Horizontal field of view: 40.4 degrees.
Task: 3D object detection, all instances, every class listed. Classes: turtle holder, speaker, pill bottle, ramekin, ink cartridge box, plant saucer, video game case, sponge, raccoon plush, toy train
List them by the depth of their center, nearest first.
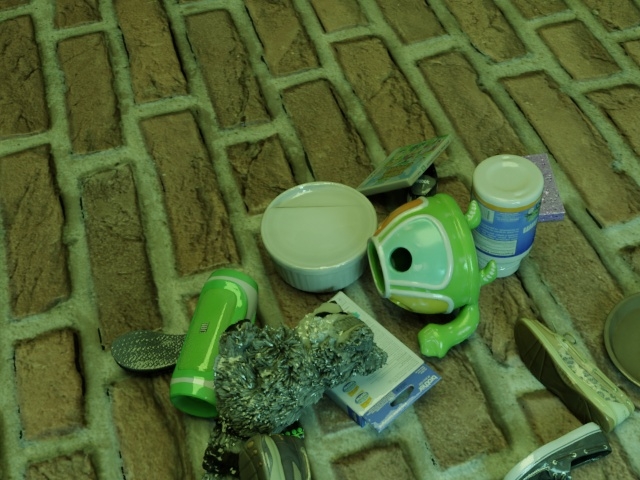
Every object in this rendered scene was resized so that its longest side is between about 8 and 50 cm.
[{"bbox_3d":[-0.038,0.329,1.684,0.299,0.216,0.446,2,79,18],"label":"raccoon plush"},{"bbox_3d":[-0.071,0.399,1.747,0.083,0.017,0.023,-17,60,-10],"label":"toy train"},{"bbox_3d":[-0.218,0.211,1.813,0.131,0.131,0.296,8,56,11],"label":"speaker"},{"bbox_3d":[0.733,0.222,1.824,0.278,0.041,0.278,-2,49,2],"label":"plant saucer"},{"bbox_3d":[0.081,0.259,1.827,0.186,0.065,0.311,-36,53,-22],"label":"ink cartridge box"},{"bbox_3d":[0.232,0.066,1.890,0.227,0.320,0.243,-13,19,-11],"label":"turtle holder"},{"bbox_3d":[0.403,-0.045,1.926,0.152,0.272,0.152,-3,49,3],"label":"pill bottle"},{"bbox_3d":[0.000,0.000,2.015,0.273,0.127,0.273,-2,50,3],"label":"ramekin"},{"bbox_3d":[0.202,-0.183,2.141,0.193,0.023,0.212,-46,20,-30],"label":"video game case"},{"bbox_3d":[0.523,-0.132,2.151,0.117,0.031,0.210,-4,49,1],"label":"sponge"}]

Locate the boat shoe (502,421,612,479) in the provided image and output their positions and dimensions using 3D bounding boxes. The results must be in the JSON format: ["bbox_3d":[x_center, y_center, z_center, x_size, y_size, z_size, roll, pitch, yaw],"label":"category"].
[{"bbox_3d":[0.454,0.427,1.649,0.228,0.080,0.076,-21,53,-21],"label":"boat shoe"}]

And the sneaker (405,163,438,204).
[{"bbox_3d":[0.241,-0.105,2.100,0.078,0.106,0.234,6,50,11],"label":"sneaker"}]

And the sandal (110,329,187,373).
[{"bbox_3d":[-0.324,0.246,1.884,0.254,0.054,0.097,-1,56,-9],"label":"sandal"}]

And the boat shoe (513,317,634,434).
[{"bbox_3d":[0.508,0.264,1.773,0.089,0.104,0.285,-26,62,-23],"label":"boat shoe"}]

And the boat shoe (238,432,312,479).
[{"bbox_3d":[-0.038,0.508,1.522,0.130,0.132,0.355,-5,78,-33],"label":"boat shoe"}]
